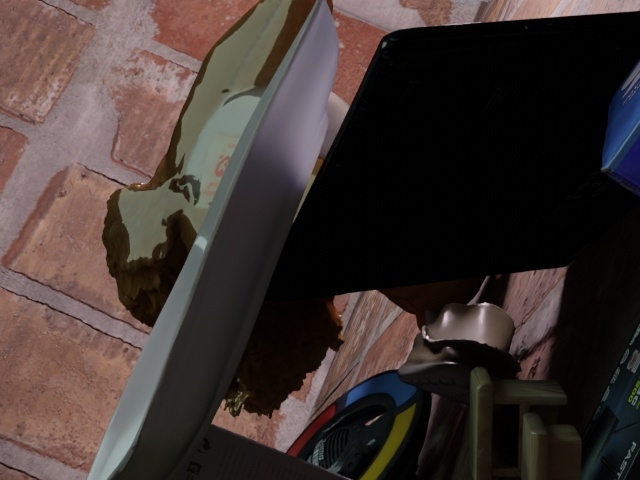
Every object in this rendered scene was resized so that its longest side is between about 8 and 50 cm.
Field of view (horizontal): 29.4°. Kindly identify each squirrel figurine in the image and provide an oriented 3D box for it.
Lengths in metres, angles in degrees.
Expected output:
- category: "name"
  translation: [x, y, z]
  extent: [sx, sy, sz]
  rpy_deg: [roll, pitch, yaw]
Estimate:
- category: "squirrel figurine"
  translation: [0.000, 0.000, 1.245]
  extent: [0.397, 0.370, 0.281]
  rpy_deg: [-36, 56, 23]

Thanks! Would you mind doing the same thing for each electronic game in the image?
- category: "electronic game"
  translation: [0.017, 0.213, 1.165]
  extent: [0.229, 0.048, 0.229]
  rpy_deg: [-42, 15, 14]

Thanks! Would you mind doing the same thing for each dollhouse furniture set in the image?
- category: "dollhouse furniture set"
  translation: [0.071, 0.157, 0.562]
  extent: [0.182, 0.101, 0.160]
  rpy_deg: [-78, -12, -83]

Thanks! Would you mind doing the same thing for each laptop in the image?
- category: "laptop"
  translation: [0.165, -0.147, 0.857]
  extent: [0.382, 0.408, 0.236]
  rpy_deg: [118, 142, -64]

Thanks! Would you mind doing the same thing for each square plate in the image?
- category: "square plate"
  translation: [-0.085, 0.053, 0.851]
  extent: [0.344, 0.049, 0.347]
  rpy_deg: [126, 167, -55]

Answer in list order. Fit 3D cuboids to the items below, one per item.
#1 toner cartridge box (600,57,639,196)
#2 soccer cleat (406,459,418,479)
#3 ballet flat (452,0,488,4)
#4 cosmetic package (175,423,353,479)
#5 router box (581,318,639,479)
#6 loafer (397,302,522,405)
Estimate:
- category: "toner cartridge box"
  translation: [0.238, -0.164, 0.467]
  extent: [0.347, 0.075, 0.165]
  rpy_deg: [-58, -2, 21]
- category: "soccer cleat"
  translation: [-0.006, 0.308, 1.247]
  extent: [0.318, 0.116, 0.108]
  rpy_deg: [-59, 3, 30]
- category: "ballet flat"
  translation: [0.219, -0.316, 0.802]
  extent: [0.409, 0.147, 0.147]
  rpy_deg: [-64, 2, -7]
- category: "cosmetic package"
  translation: [-0.015, 0.222, 0.946]
  extent: [0.117, 0.231, 0.085]
  rpy_deg: [122, 171, -70]
- category: "router box"
  translation: [0.166, 0.090, 0.600]
  extent: [0.092, 0.038, 0.122]
  rpy_deg: [-98, 33, -86]
- category: "loafer"
  translation: [0.118, 0.090, 1.035]
  extent: [0.251, 0.094, 0.087]
  rpy_deg: [147, 143, -86]
